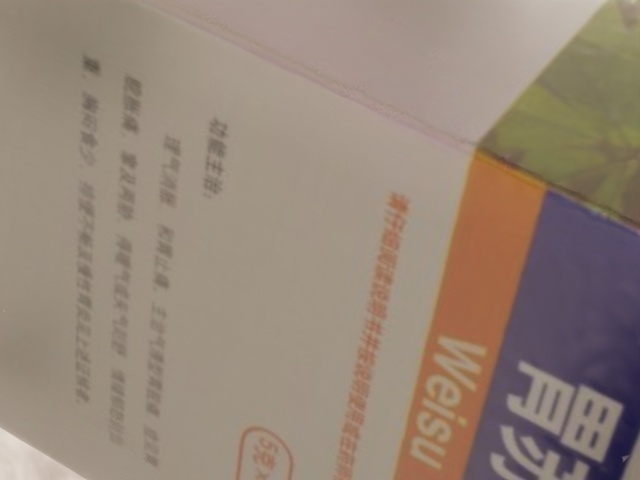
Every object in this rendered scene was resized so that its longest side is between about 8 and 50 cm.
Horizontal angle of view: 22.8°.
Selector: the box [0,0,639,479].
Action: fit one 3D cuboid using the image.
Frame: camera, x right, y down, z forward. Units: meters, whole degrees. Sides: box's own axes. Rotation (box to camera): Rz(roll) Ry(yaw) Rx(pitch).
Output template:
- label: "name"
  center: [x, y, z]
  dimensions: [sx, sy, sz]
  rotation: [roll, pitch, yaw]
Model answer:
- label: "box"
  center: [0.000, 0.000, 0.459]
  dimensions: [0.299, 0.200, 0.106]
  rotation: [28, 47, 19]
